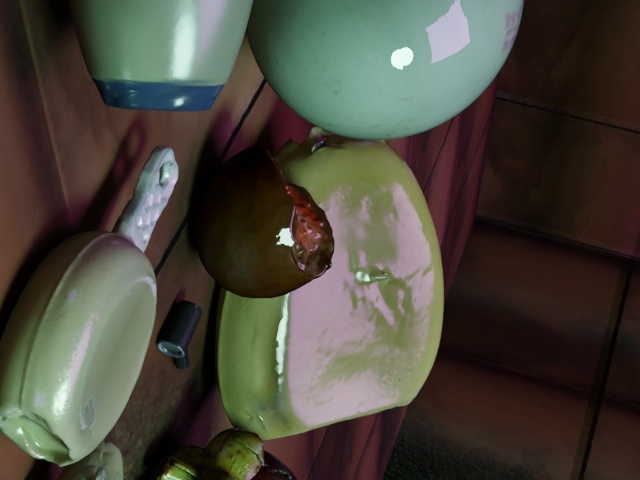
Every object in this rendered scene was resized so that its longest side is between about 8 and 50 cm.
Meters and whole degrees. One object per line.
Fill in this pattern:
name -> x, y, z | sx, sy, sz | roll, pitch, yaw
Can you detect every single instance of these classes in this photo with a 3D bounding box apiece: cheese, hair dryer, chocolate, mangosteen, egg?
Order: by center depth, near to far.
hair dryer -> -0.082, -0.255, 0.701 | 0.298, 0.119, 0.296 | -85, 179, -59
cheese -> -0.145, 0.034, 0.792 | 0.137, 0.064, 0.227 | 87, 21, -60
egg -> 0.059, -0.217, 1.004 | 0.371, 0.230, 0.230 | -64, 165, -60
chocolate -> -0.050, -0.021, 1.022 | 0.127, 0.124, 0.133 | -36, 126, -22
hair dryer -> -0.123, 0.093, 1.057 | 0.083, 0.026, 0.047 | 93, 18, -57
mangosteen -> -0.097, 0.259, 1.111 | 0.180, 0.166, 0.166 | 59, 43, -40
cheese -> 0.015, 0.038, 1.192 | 0.259, 0.128, 0.315 | -10, 108, -37

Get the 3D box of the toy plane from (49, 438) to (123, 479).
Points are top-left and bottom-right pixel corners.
toy plane -> -0.199, 0.278, 0.833 | 0.108, 0.092, 0.286 | 160, -53, -74
